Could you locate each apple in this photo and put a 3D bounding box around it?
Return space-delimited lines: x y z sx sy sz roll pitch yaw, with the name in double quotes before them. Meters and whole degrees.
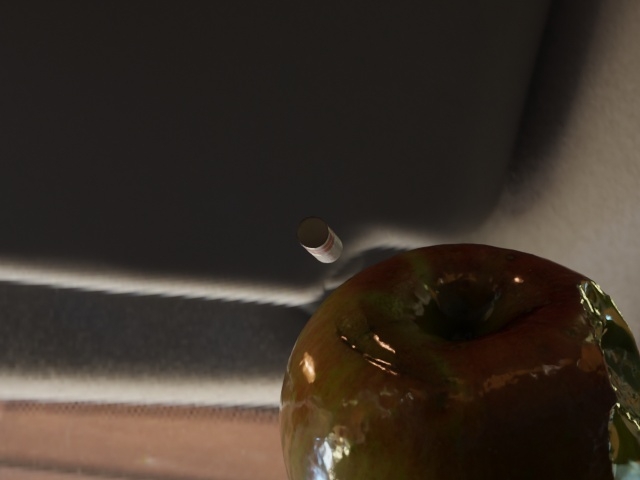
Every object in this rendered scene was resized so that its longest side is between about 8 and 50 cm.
"apple" 0.131 0.174 1.211 0.340 0.339 0.339 -6 -46 -7

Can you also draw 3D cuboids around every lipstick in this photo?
"lipstick" 0.000 0.000 1.599 0.038 0.038 0.131 -19 -10 5
